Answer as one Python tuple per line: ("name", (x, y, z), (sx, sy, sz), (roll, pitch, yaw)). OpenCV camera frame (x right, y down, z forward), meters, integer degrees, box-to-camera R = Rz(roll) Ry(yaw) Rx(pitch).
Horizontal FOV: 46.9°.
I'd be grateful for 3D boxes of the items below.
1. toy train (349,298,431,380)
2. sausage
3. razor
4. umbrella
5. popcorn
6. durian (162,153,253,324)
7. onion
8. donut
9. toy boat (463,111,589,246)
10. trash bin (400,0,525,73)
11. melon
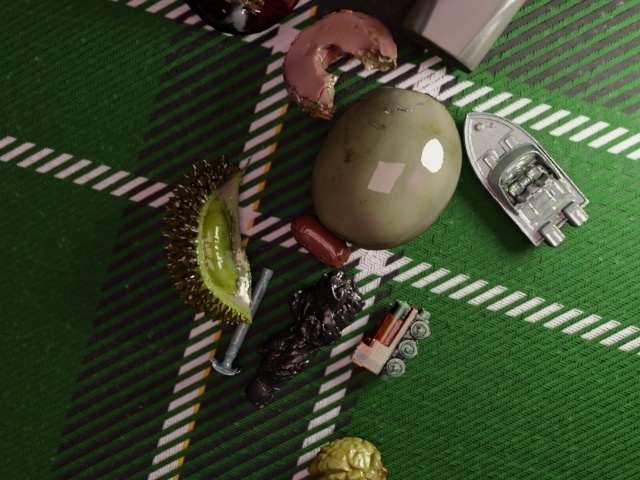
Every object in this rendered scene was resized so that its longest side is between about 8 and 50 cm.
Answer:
("toy train", (0.151, 0.204, 1.537), (0.118, 0.074, 0.176), (31, 97, 2))
("sausage", (0.000, 0.000, 1.521), (0.141, 0.076, 0.076), (39, 95, 1))
("razor", (-0.157, 0.165, 1.545), (0.068, 0.106, 0.232), (23, 84, -1))
("umbrella", (-0.052, 0.196, 1.524), (0.128, 0.154, 0.336), (31, 118, -31))
("popcorn", (0.060, 0.493, 1.533), (0.173, 0.142, 0.174), (-4, 123, -6))
("durian", (-0.228, 0.001, 1.508), (0.169, 0.158, 0.352), (-1, 83, -31))
("onion", (-0.162, -0.542, 1.420), (0.273, 0.285, 0.273), (-11, 136, -11))
("donut", (0.030, -0.349, 1.455), (0.233, 0.085, 0.199), (-37, 61, 1))
("toy boat", (0.398, -0.135, 1.489), (0.141, 0.092, 0.319), (-41, 92, 3))
("trash bin", (0.289, -0.469, 1.408), (0.219, 0.219, 0.250), (33, 101, 1))
("melon", (0.132, -0.140, 1.412), (0.268, 0.268, 0.330), (31, 83, -1))
